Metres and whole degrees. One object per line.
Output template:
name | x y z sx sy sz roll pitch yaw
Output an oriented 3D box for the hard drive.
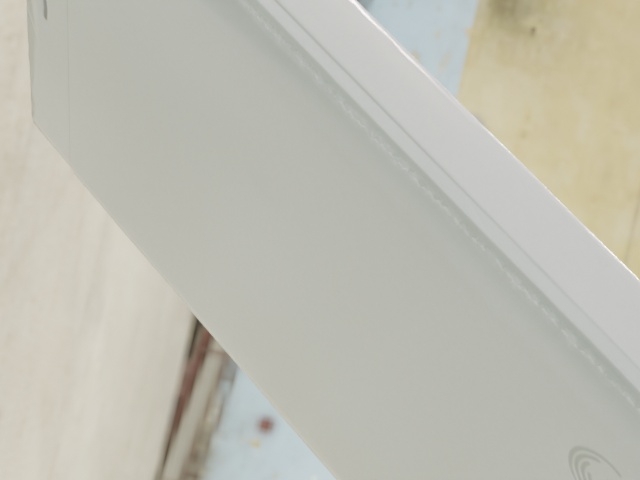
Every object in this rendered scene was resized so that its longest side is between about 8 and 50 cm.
hard drive | 0.000 0.000 0.543 0.040 0.307 0.203 -33 158 -25
